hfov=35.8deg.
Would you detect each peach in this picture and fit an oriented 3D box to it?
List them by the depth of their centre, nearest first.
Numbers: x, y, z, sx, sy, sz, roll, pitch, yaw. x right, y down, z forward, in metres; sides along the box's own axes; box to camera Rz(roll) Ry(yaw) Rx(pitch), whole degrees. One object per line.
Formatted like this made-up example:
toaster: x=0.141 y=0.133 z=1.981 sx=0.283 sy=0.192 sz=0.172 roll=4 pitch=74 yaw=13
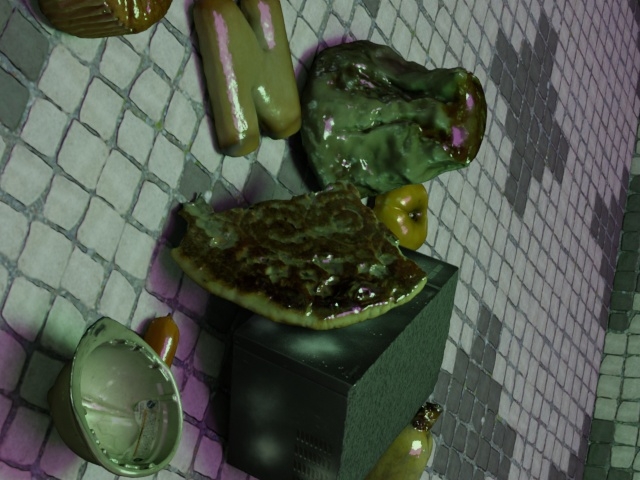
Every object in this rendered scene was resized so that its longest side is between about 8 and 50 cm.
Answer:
peach: x=0.183 y=-0.059 z=2.244 sx=0.179 sy=0.103 sz=0.179 roll=0 pitch=90 yaw=-54

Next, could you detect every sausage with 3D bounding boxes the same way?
sausage: x=-0.270 y=0.202 z=1.605 sx=0.062 sy=0.054 sz=0.183 roll=25 pitch=70 yaw=-24

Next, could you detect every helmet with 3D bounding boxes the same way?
helmet: x=-0.326 y=0.235 z=1.440 sx=0.257 sy=0.137 sz=0.204 roll=57 pitch=35 yaw=-38

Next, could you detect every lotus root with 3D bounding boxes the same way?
lotus root: x=0.135 y=0.461 z=2.042 sx=0.343 sy=0.151 sz=0.169 roll=-61 pitch=174 yaw=20

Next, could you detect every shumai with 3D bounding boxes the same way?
shumai: x=0.170 y=-0.249 z=2.024 sx=0.397 sy=0.323 sz=0.324 roll=-37 pitch=123 yaw=-51

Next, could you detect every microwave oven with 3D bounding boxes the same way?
microwave oven: x=0.044 y=0.235 z=1.845 sx=0.432 sy=0.236 sz=0.374 roll=-40 pitch=144 yaw=-48

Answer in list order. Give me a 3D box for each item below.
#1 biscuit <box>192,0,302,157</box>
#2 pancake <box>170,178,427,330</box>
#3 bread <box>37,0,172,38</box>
biscuit: x=-0.125 y=-0.312 z=1.808 sx=0.237 sy=0.062 sz=0.291 roll=-30 pitch=114 yaw=-53
pancake: x=-0.044 y=0.028 z=1.701 sx=0.427 sy=0.305 sz=0.067 roll=-7 pitch=143 yaw=-21
bread: x=-0.319 y=-0.424 z=1.439 sx=0.227 sy=0.142 sz=0.253 roll=-48 pitch=127 yaw=-55
